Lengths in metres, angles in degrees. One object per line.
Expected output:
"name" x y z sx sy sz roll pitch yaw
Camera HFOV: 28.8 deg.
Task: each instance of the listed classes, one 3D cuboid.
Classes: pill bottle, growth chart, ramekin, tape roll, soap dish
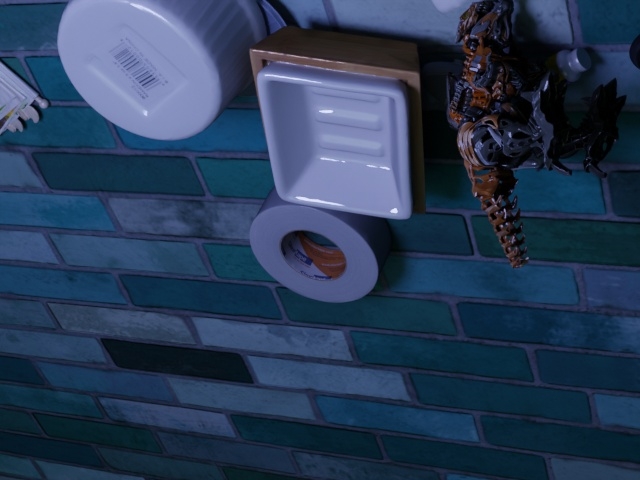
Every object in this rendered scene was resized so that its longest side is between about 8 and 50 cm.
"pill bottle" 0.304 -0.217 1.596 0.043 0.043 0.083 44 138 -20
"growth chart" -0.568 -0.238 2.073 0.237 0.021 0.172 -18 125 41
"ramekin" -0.224 -0.269 1.708 0.277 0.135 0.277 15 139 14
"tape roll" 0.000 0.000 1.985 0.219 0.072 0.219 16 141 13
"soap dish" 0.036 -0.163 1.718 0.229 0.118 0.291 10 145 14

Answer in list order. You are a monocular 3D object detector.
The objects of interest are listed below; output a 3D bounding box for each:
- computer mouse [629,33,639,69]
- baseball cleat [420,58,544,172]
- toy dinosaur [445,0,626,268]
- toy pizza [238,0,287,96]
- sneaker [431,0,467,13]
"computer mouse" 0.475 -0.262 1.465 0.242 0.041 0.071 -20 131 34
"baseball cleat" 0.215 -0.162 1.655 0.206 0.109 0.072 27 148 3
"toy dinosaur" 0.248 -0.140 1.555 0.218 0.164 0.321 -2 113 47
"toy pizza" -0.126 -0.289 1.763 0.201 0.032 0.201 15 138 14
"sneaker" 0.189 -0.400 1.418 0.169 0.108 0.292 40 130 -14
